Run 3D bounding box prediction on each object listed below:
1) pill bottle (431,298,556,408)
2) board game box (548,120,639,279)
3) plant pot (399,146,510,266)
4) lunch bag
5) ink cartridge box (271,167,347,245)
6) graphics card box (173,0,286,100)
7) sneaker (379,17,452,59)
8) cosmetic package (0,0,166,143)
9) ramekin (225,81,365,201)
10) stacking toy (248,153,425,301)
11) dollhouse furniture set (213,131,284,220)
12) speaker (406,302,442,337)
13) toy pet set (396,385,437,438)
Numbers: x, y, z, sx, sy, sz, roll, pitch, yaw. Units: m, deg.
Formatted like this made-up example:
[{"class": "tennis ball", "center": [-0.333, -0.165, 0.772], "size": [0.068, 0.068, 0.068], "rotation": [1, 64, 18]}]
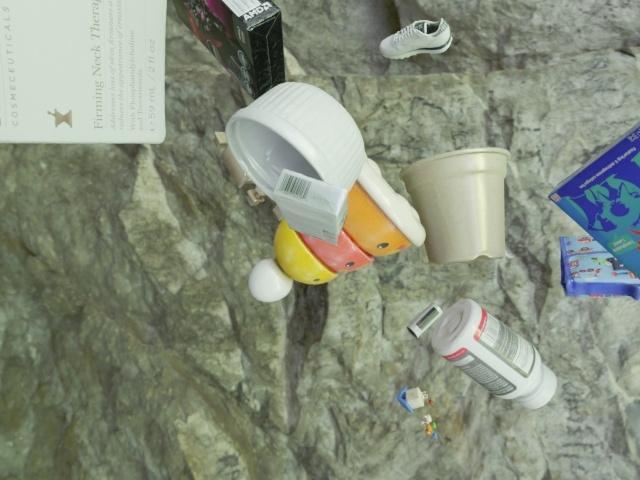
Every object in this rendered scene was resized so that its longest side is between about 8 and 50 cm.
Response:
[{"class": "pill bottle", "center": [0.482, 0.321, 1.148], "size": [0.318, 0.176, 0.176], "rotation": [37, -39, -5]}, {"class": "board game box", "center": [0.411, -0.032, 0.483], "size": [0.210, 0.047, 0.160], "rotation": [46, -34, 10]}, {"class": "plant pot", "center": [0.429, -0.082, 1.276], "size": [0.333, 0.333, 0.306], "rotation": [-17, -103, 56]}, {"class": "lunch bag", "center": [0.649, 0.077, 0.896], "size": [0.220, 0.293, 0.138], "rotation": [-3, -80, 28]}, {"class": "ink cartridge box", "center": [-0.006, -0.029, 0.415], "size": [0.115, 0.062, 0.029], "rotation": [75, 36, -76]}, {"class": "graphics card box", "center": [-0.226, -0.520, 0.954], "size": [0.371, 0.094, 0.233], "rotation": [48, -16, 14]}, {"class": "sneaker", "center": [0.289, -0.641, 1.305], "size": [0.234, 0.094, 0.090], "rotation": [3, -104, 32]}, {"class": "cosmetic package", "center": [-0.556, -0.364, 0.786], "size": [0.327, 0.393, 0.330], "rotation": [14, -72, 23]}, {"class": "ramekin", "center": [-0.030, -0.136, 0.627], "size": [0.207, 0.109, 0.207], "rotation": [33, -20, 14]}, {"class": "stacking toy", "center": [0.000, 0.000, 1.102], "size": [0.480, 0.350, 0.351], "rotation": [-41, -120, 13]}, {"class": "dollhouse furniture set", "center": [-0.140, -0.270, 1.429], "size": [0.174, 0.303, 0.356], "rotation": [-42, -107, 37]}, {"class": "speaker", "center": [0.379, 0.292, 1.515], "size": [0.055, 0.136, 0.055], "rotation": [47, -13, 15]}, {"class": "toy pet set", "center": [0.265, 0.471, 1.152], "size": [0.065, 0.122, 0.114], "rotation": [-25, -67, 21]}]
